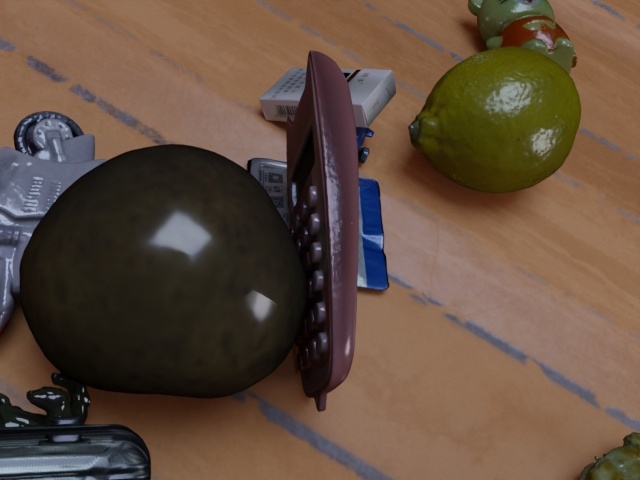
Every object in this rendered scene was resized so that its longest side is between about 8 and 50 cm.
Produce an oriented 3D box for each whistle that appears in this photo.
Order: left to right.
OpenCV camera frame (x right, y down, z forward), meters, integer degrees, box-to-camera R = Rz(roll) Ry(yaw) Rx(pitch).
[{"bbox_3d":[0.315,-0.288,1.163,0.131,0.106,0.289,-5,58,-14],"label":"whistle"}]

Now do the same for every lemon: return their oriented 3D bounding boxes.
[{"bbox_3d":[0.226,-0.150,0.988,0.248,0.184,0.184,-19,64,-23],"label":"lemon"}]

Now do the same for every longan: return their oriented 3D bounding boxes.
[{"bbox_3d":[-0.140,0.035,0.689,0.246,0.246,0.215,39,9,10],"label":"longan"}]

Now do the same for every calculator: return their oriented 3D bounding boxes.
[{"bbox_3d":[0.000,0.000,0.760,0.048,0.220,0.330,2,75,-11],"label":"calculator"}]

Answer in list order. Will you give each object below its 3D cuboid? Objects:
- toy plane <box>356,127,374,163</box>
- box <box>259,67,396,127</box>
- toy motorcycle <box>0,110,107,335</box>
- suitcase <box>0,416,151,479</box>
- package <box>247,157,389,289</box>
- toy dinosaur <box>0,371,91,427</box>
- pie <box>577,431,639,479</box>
[{"bbox_3d":[0.038,-0.117,0.966,0.054,0.062,0.167,21,47,-5],"label":"toy plane"},{"bbox_3d":[0.009,-0.182,0.977,0.154,0.040,0.084,9,42,32],"label":"box"},{"bbox_3d":[-0.283,-0.008,0.765,0.171,0.110,0.260,34,56,-12],"label":"toy motorcycle"},{"bbox_3d":[-0.272,0.232,0.541,0.312,0.128,0.202,3,85,-18],"label":"suitcase"},{"bbox_3d":[-0.005,-0.022,0.916,0.173,0.027,0.171,10,51,-15],"label":"package"},{"bbox_3d":[-0.258,0.209,0.672,0.187,0.087,0.179,4,92,1],"label":"toy dinosaur"},{"bbox_3d":[0.375,0.295,0.788,0.248,0.090,0.201,21,41,-5],"label":"pie"}]
